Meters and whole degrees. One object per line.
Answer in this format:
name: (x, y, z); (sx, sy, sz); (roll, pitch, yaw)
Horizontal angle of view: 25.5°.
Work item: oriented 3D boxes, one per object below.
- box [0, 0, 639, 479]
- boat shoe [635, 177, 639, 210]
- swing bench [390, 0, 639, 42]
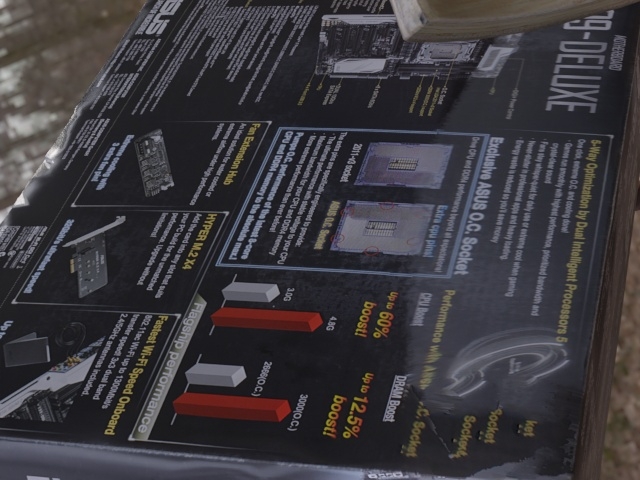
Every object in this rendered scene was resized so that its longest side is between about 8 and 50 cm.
box: (0.000, 0.000, 0.573); (0.307, 0.243, 0.076); (-69, -24, -48)
boat shoe: (0.206, -0.072, 1.067); (0.123, 0.123, 0.342); (53, 133, 35)
swing bench: (0.099, -0.235, 0.442); (0.255, 0.165, 0.253); (-45, 60, 62)
